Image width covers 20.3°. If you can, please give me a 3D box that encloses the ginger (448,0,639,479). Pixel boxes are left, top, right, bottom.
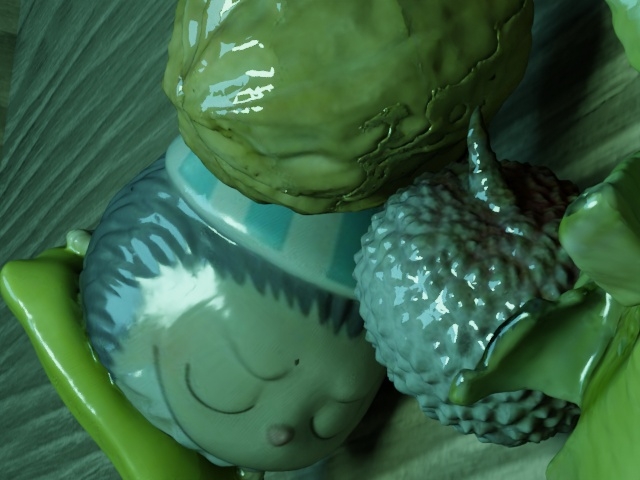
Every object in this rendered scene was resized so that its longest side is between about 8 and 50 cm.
[{"bbox_3d":[0.161,-0.021,0.789,0.413,0.211,0.358,-71,20,4],"label":"ginger"}]

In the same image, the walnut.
[{"bbox_3d":[0.016,-0.116,1.073,0.198,0.245,0.198,41,147,34],"label":"walnut"}]

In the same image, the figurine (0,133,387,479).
[{"bbox_3d":[0.000,0.000,1.333,0.377,0.266,0.361,-35,10,18],"label":"figurine"}]

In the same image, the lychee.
[{"bbox_3d":[0.100,0.024,1.017,0.165,0.165,0.197,-118,21,-58],"label":"lychee"}]
